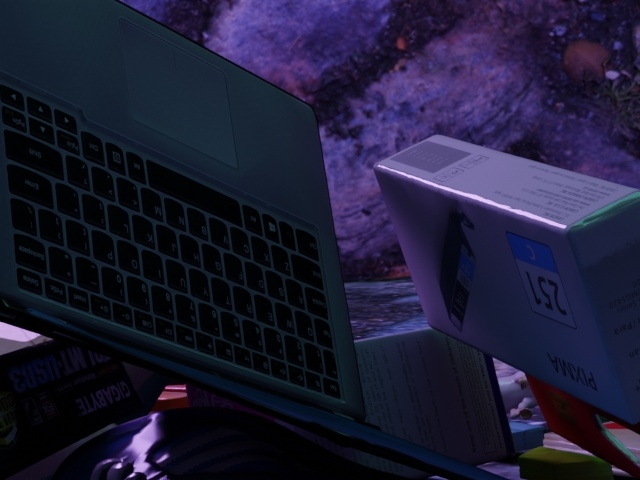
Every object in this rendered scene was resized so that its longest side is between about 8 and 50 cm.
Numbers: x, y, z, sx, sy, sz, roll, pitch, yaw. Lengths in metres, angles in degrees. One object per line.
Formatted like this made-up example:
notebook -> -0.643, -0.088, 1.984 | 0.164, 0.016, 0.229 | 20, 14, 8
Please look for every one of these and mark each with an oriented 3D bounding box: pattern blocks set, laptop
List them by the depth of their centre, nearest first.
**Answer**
laptop -> 0.000, 0.000, 1.210 | 0.236, 0.408, 0.382 | -22, -27, 28
pattern blocks set -> 0.282, 0.165, 1.571 | 0.285, 0.026, 0.325 | -5, 4, -25

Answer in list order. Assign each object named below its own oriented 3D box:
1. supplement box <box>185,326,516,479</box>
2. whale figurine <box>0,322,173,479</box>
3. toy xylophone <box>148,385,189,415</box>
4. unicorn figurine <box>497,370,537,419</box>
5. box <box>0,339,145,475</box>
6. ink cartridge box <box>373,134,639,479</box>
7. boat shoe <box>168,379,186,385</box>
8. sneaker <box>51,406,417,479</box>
supplement box -> 0.024, 0.134, 1.485 | 0.220, 0.114, 0.111 | -8, -8, -45
whale figurine -> -0.185, 0.122, 1.425 | 0.272, 0.141, 0.216 | -26, 36, -21
toy xylophone -> -0.186, 0.159, 1.655 | 0.236, 0.081, 0.323 | -1, 4, 20
unicorn figurine -> 0.169, 0.142, 1.768 | 0.162, 0.060, 0.111 | -2, 4, 10
box -> -0.290, 0.152, 1.161 | 0.295, 0.073, 0.293 | -26, -5, 19
ink cartridge box -> 0.162, 0.071, 1.359 | 0.066, 0.261, 0.296 | -27, 18, -16
boat shoe -> -0.170, 0.056, 1.580 | 0.355, 0.132, 0.130 | -7, 7, 25
sneaker -> -0.088, 0.167, 1.051 | 0.323, 0.130, 0.236 | 6, 5, 38
